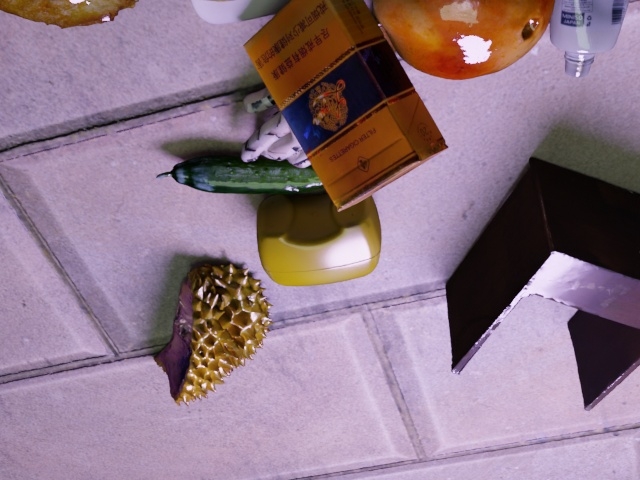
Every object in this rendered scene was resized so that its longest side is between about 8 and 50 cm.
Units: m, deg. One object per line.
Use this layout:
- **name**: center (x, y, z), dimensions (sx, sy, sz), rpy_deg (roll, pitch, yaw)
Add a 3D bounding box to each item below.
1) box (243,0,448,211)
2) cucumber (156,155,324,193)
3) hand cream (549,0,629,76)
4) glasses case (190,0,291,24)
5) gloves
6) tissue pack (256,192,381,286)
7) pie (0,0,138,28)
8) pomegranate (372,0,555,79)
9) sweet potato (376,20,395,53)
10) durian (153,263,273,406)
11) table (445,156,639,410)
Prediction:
- **box**: center (0.026, -0.171, 1.097), dimensions (0.152, 0.070, 0.237), rpy_deg (-31, 91, 45)
- **cucumber**: center (-0.106, -0.093, 1.315), dimensions (0.250, 0.056, 0.056), rpy_deg (3, 132, -2)
- **hand cream**: center (0.323, -0.350, 1.080), dimensions (0.124, 0.078, 0.341), rpy_deg (1, 124, 1)
- **glasses case**: center (-0.063, -0.310, 1.119), dimensions (0.193, 0.049, 0.074), rpy_deg (-12, 131, 10)
- **gloves**: center (-0.021, -0.151, 1.230), dimensions (0.212, 0.111, 0.127), rpy_deg (-32, 127, 19)
- **tissue pack**: center (0.000, 0.000, 1.349), dimensions (0.178, 0.123, 0.127), rpy_deg (-9, 128, 7)
- **pie**: center (-0.340, -0.379, 1.026), dimensions (0.354, 0.103, 0.288), rpy_deg (29, 126, -32)
- **pomegranate**: center (0.161, -0.282, 1.041), dimensions (0.209, 0.209, 0.209), rpy_deg (0, 132, 0)
- **sweet potato**: center (0.079, -0.245, 1.190), dimensions (0.034, 0.034, 0.095), rpy_deg (0, 143, 1)
- **durian**: center (-0.163, 0.156, 1.510), dimensions (0.186, 0.154, 0.261), rpy_deg (-15, 143, -19)
- **table**: center (0.357, 0.073, 1.370), dimensions (0.250, 0.196, 0.282), rpy_deg (16, 133, -14)
